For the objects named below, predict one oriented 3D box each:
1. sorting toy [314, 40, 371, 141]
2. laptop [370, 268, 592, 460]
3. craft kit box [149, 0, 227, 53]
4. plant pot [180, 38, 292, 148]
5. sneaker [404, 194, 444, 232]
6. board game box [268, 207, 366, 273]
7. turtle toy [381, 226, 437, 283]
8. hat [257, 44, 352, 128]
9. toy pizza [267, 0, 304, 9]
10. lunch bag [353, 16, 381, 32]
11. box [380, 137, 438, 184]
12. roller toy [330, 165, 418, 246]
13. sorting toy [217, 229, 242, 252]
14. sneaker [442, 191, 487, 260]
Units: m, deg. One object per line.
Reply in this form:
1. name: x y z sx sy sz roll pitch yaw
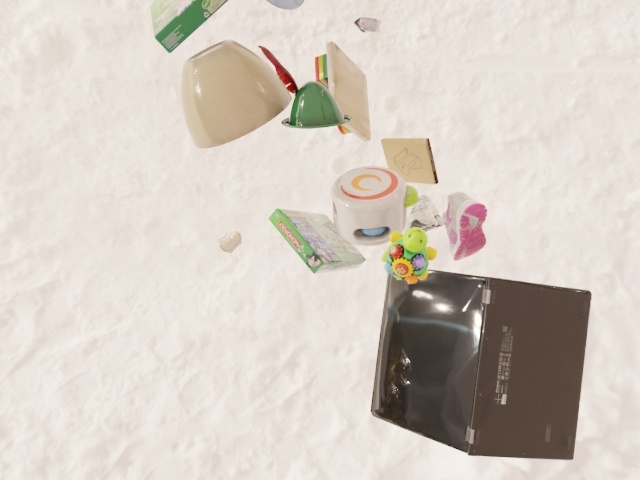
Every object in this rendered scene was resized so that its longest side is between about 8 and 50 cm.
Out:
1. sorting toy: 0.070 -0.487 1.694 0.089 0.257 0.256 -10 76 29
2. laptop: 0.367 0.274 1.181 0.407 0.236 0.383 8 88 -12
3. craft kit box: -0.299 -0.590 1.200 0.249 0.247 0.061 -37 130 11
4. plant pot: -0.240 -0.387 1.264 0.284 0.284 0.191 -33 120 -10
5. sneaker: 0.328 -0.086 1.637 0.109 0.292 0.119 -18 87 22
6. board game box: 0.000 0.000 1.511 0.046 0.317 0.213 -48 70 18
7. turtle toy: 0.162 0.027 0.923 0.095 0.066 0.130 25 127 12
8. hat: -0.019 -0.366 1.170 0.172 0.208 0.184 3 113 16
9. toy pizza: -0.131 -0.813 1.562 0.201 0.201 0.032 33 70 -12
10. lunch bag: 0.164 -0.759 1.762 0.083 0.071 0.053 16 114 13
11. box: 0.305 -0.273 1.718 0.021 0.201 0.165 -36 120 -31
12. roller toy: 0.122 -0.084 1.268 0.191 0.209 0.146 -35 135 -29
13. sorting toy: -0.313 -0.002 1.704 0.083 0.075 0.045 -44 141 -10
14. sneaker: 0.407 -0.044 1.429 0.102 0.111 0.252 -18 139 -8
